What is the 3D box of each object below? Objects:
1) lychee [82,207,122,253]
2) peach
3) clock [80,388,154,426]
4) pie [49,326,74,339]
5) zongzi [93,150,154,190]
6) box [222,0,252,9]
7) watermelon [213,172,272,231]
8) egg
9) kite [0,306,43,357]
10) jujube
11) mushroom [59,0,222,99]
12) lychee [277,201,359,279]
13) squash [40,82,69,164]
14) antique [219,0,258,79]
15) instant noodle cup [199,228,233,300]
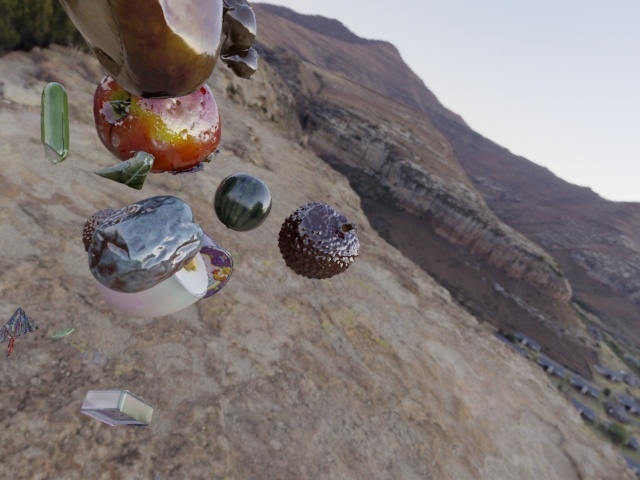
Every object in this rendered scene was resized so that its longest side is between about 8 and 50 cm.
[{"bbox_3d":[-0.894,-0.015,2.042,0.276,0.275,0.304,21,-6,-28],"label":"lychee"},{"bbox_3d":[-0.514,-0.403,1.555,0.339,0.353,0.417,56,16,16],"label":"peach"},{"bbox_3d":[-0.658,0.548,1.518,0.192,0.147,0.071,67,22,-52],"label":"clock"},{"bbox_3d":[-0.958,0.342,1.726,0.085,0.017,0.085,-12,14,3],"label":"pie"},{"bbox_3d":[-0.493,-0.190,1.177,0.119,0.109,0.055,17,35,-36],"label":"zongzi"},{"bbox_3d":[-0.410,-0.884,1.638,0.193,0.084,0.301,-34,83,-39],"label":"box"},{"bbox_3d":[-0.278,-0.134,1.655,0.212,0.212,0.212,27,15,-8],"label":"watermelon"},{"bbox_3d":[-0.624,0.115,1.647,0.354,0.340,0.354,64,6,-11],"label":"egg"},{"bbox_3d":[-0.978,0.288,1.492,0.009,0.232,0.189,58,13,-49],"label":"kite"},{"bbox_3d":[-0.464,0.014,1.251,0.247,0.215,0.308,10,34,39],"label":"jujube"},{"bbox_3d":[-0.264,-0.341,0.547,0.260,0.345,0.345,-25,48,-31],"label":"mushroom"},{"bbox_3d":[0.000,0.000,1.547,0.264,0.300,0.264,34,44,-41],"label":"lychee"},{"bbox_3d":[-0.727,-0.322,1.276,0.069,0.238,0.069,-8,-11,-2],"label":"squash"},{"bbox_3d":[-0.267,-0.665,1.562,0.121,0.256,0.143,-13,49,-21],"label":"antique"},{"bbox_3d":[-0.628,0.090,2.257,0.340,0.339,0.266,13,25,-45],"label":"instant noodle cup"}]
